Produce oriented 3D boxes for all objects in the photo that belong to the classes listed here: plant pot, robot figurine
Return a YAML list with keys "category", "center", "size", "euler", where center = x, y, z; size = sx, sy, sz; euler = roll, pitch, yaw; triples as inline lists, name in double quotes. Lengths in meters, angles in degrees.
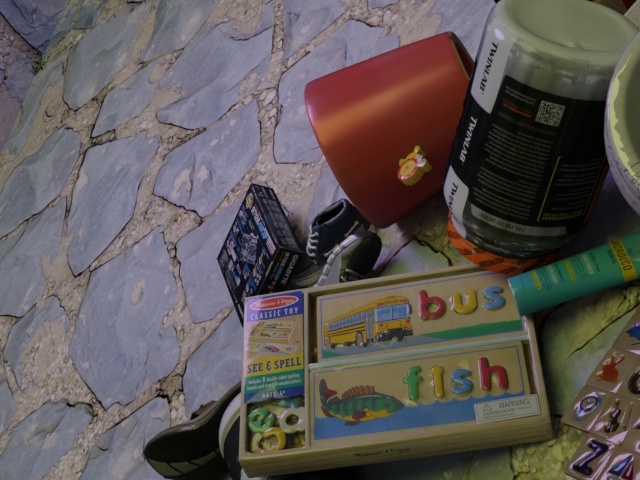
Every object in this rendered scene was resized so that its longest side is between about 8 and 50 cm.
- category: "plant pot"
  center: [0.144, -0.186, 1.682]
  size: [0.243, 0.275, 0.275]
  euler: [-26, 42, 17]
- category: "robot figurine"
  center: [-0.040, 0.320, 1.527]
  size: [0.209, 0.174, 0.278]
  euler: [-15, 32, -18]

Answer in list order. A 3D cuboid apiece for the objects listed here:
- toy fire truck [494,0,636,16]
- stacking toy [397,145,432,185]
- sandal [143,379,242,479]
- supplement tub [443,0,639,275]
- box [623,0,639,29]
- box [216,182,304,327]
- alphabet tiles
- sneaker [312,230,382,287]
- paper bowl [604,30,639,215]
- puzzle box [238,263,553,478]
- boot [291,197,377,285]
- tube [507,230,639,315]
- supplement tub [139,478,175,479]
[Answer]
- category: "toy fire truck"
  center: [0.411, -0.440, 1.683]
  size: [0.246, 0.158, 0.217]
  euler: [-51, 33, -17]
- category: "stacking toy"
  center: [0.244, -0.124, 1.574]
  size: [0.221, 0.167, 0.052]
  euler: [-42, 37, 15]
- category: "sandal"
  center: [-0.159, 0.308, 1.743]
  size: [0.302, 0.120, 0.086]
  euler: [-35, 12, 22]
- category: "supplement tub"
  center: [0.280, -0.133, 1.395]
  size: [0.207, 0.207, 0.338]
  euler: [-110, 25, -50]
- category: "box"
  center: [0.490, -0.200, 1.360]
  size: [0.113, 0.094, 0.275]
  euler: [-48, 52, 8]
- category: "box"
  center: [-0.112, 0.027, 1.903]
  size: [0.175, 0.051, 0.220]
  euler: [-64, 29, 24]
- category: "alphabet tiles"
  center: [0.421, 0.147, 1.201]
  size: [0.343, 0.011, 0.285]
  euler: [-52, 21, -12]
- category: "sneaker"
  center: [0.040, 0.103, 1.702]
  size: [0.229, 0.086, 0.132]
  euler: [-52, 39, 19]
- category: "paper bowl"
  center: [0.459, -0.123, 1.178]
  size: [0.284, 0.148, 0.284]
  euler: [-3, 76, 14]
- category: "puzzle box"
  center: [0.093, 0.166, 1.447]
  size: [0.408, 0.052, 0.272]
  euler: [-10, 48, 9]
- category: "boot"
  center: [0.000, 0.000, 1.817]
  size: [0.190, 0.086, 0.069]
  euler: [-38, 38, 21]
- category: "tube"
  center: [0.350, 0.042, 1.391]
  size: [0.207, 0.052, 0.080]
  euler: [-20, 49, 7]
- category: "supplement tub"
  center: [-0.241, 0.511, 1.573]
  size: [0.191, 0.191, 0.272]
  euler: [-39, 38, 19]
